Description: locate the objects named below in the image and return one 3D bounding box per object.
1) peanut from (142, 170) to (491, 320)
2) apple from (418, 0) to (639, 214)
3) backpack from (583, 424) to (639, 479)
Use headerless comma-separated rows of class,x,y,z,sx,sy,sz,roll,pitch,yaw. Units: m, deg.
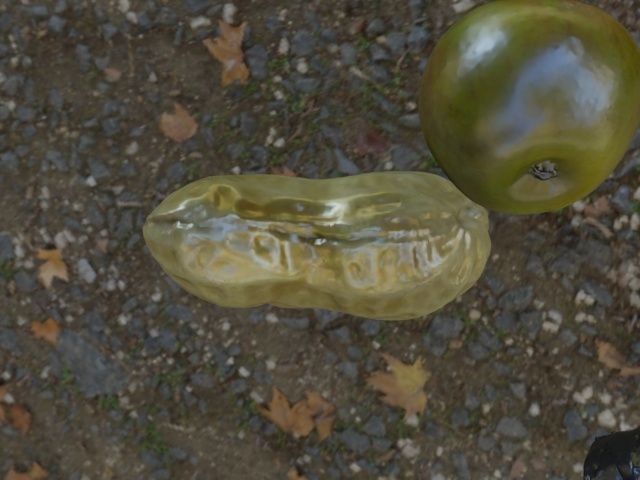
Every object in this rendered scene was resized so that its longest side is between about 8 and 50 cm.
peanut,0.000,0.000,0.752,0.306,0.147,0.146,3,117,-4
apple,0.085,-0.055,0.343,0.090,0.074,0.089,-2,146,-2
backpack,0.287,0.247,0.745,0.106,0.120,0.165,-29,88,34
